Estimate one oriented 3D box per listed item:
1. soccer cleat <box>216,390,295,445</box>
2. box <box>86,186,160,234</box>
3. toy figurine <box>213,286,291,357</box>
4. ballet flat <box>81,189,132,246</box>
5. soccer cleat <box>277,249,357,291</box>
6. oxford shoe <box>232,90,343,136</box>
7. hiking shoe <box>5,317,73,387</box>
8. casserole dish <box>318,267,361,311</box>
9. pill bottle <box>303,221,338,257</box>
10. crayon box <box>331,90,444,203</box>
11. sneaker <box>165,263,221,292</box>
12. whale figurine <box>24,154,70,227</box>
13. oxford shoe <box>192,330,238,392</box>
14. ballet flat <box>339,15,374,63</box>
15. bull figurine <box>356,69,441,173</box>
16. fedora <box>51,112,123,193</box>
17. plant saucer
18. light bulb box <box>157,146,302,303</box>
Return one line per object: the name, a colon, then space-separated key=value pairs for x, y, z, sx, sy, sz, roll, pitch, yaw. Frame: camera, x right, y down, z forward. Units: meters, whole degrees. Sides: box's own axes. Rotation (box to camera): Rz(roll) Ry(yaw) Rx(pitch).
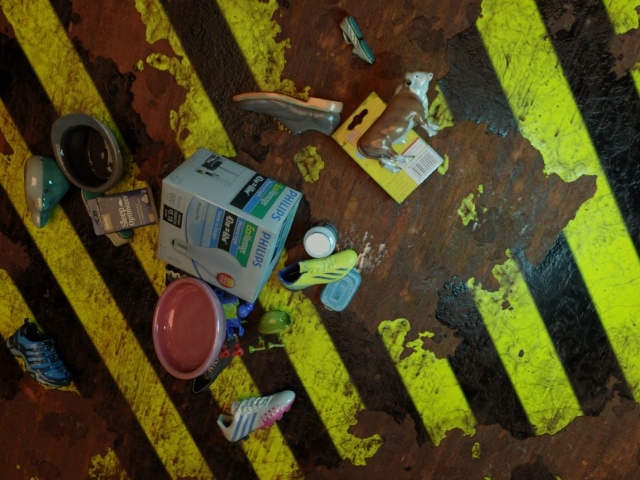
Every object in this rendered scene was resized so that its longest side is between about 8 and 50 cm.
soccer cleat: x=-0.252 y=0.646 z=1.656 sx=0.331 sy=0.116 sz=0.143 roll=-37 pitch=95 yaw=12
box: x=-0.706 y=-0.104 z=1.569 sx=0.226 sy=0.036 sz=0.136 roll=-14 pitch=96 yaw=-12
toy figurine: x=-0.306 y=0.259 z=1.524 sx=0.363 sy=0.191 sz=0.217 roll=-10 pitch=116 yaw=9
ballet flat: x=-0.799 y=-0.083 z=1.611 sx=0.086 sy=0.086 sz=0.248 roll=-35 pitch=96 yaw=12
soccer cleat: x=-0.014 y=0.098 z=1.509 sx=0.289 sy=0.121 sz=0.093 roll=-22 pitch=53 yaw=15
oxford shoe: x=-0.114 y=-0.414 z=1.437 sx=0.364 sy=0.130 sz=0.132 roll=10 pitch=109 yaw=7
hiking shoe: x=-1.095 y=0.453 z=1.726 sx=0.304 sy=0.113 sz=0.132 roll=42 pitch=103 yaw=-2
casserole dish: x=0.068 y=0.175 z=1.569 sx=0.114 sy=0.037 sz=0.188 roll=29 pitch=104 yaw=1
pill bottle: x=0.000 y=0.000 z=1.470 sx=0.108 sy=0.180 sz=0.107 roll=1 pitch=101 yaw=7
crayon box: x=0.218 y=-0.302 z=1.437 sx=0.318 sy=0.081 sz=0.202 roll=45 pitch=102 yaw=-3
sneaker: x=-0.473 y=0.174 z=1.619 sx=0.235 sy=0.078 sz=0.106 roll=24 pitch=109 yaw=3
whale figurine: x=-0.988 y=-0.175 z=1.586 sx=0.141 sy=0.216 sz=0.271 roll=-2 pitch=129 yaw=-34
oxford shoe: x=-0.395 y=0.461 z=1.648 sx=0.097 sy=0.098 sz=0.271 roll=30 pitch=103 yaw=1
ballet flat: x=0.117 y=-0.636 z=1.409 sx=0.052 sy=0.057 sz=0.168 roll=-26 pitch=93 yaw=39
bull figurine: x=0.253 y=-0.357 z=1.330 sx=0.188 sy=0.101 sz=0.310 roll=41 pitch=101 yaw=-4
fedora: x=-0.790 y=-0.309 z=1.538 sx=0.244 sy=0.124 sz=0.275 roll=-14 pitch=107 yaw=12
plant saucer: x=-0.430 y=0.288 z=1.466 sx=0.332 sy=0.084 sz=0.331 roll=-5 pitch=82 yaw=34
light bulb box: x=-0.298 y=-0.043 z=1.409 sx=0.361 sy=0.225 sz=0.357 roll=25 pitch=133 yaw=2
